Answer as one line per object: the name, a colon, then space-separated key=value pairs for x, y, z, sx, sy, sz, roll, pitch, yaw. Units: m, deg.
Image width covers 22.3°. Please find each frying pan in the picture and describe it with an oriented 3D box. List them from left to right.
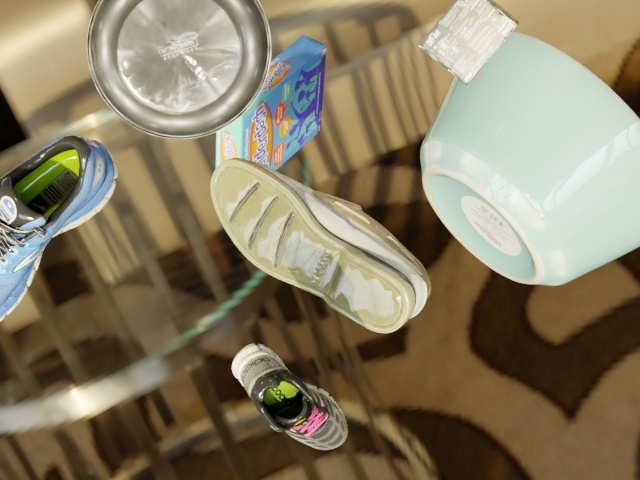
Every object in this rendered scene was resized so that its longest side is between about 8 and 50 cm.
frying pan: x=-0.143 y=-0.266 z=1.708 sx=0.197 sy=0.326 sz=0.053 roll=5 pitch=12 yaw=-4

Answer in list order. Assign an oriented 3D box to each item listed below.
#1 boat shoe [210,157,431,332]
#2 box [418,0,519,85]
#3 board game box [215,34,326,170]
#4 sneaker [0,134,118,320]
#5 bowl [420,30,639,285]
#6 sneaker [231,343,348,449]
boat shoe: x=0.000 y=0.000 z=1.986 sx=0.302 sy=0.113 sz=0.103 roll=38 pitch=30 yaw=13
box: x=0.152 y=-0.212 z=1.667 sx=0.083 sy=0.067 sz=0.018 roll=-51 pitch=-1 yaw=21
board game box: x=-0.071 y=-0.174 z=2.317 sx=0.047 sy=0.160 sz=0.210 roll=27 pitch=48 yaw=22
sneaker: x=-0.403 y=-0.016 z=2.076 sx=0.129 sy=0.147 sz=0.330 roll=39 pitch=83 yaw=11
bowl: x=0.231 y=-0.069 z=1.822 sx=0.163 sy=0.311 sz=0.311 roll=-44 pitch=39 yaw=-15
sneaker: x=-0.026 y=0.181 z=1.733 sx=0.063 sy=0.170 sz=0.075 roll=-41 pitch=33 yaw=6
